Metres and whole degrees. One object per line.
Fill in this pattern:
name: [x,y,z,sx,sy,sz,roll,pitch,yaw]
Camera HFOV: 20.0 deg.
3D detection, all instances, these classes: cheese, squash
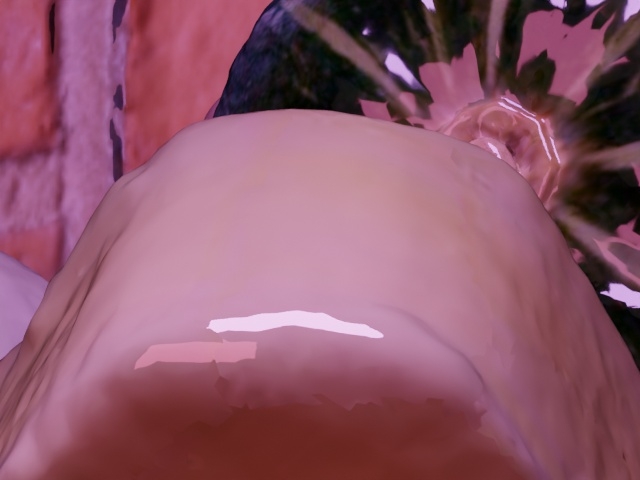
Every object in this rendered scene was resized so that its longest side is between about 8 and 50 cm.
cheese: [0.028,0.180,0.491,0.384,0.384,0.104,-32,23,28]
squash: [0.083,-0.002,0.563,0.252,0.165,0.252,-6,78,28]

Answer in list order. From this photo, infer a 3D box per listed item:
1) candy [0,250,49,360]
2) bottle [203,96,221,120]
candy: [-0.180,0.130,0.739,0.295,0.185,0.295,-28,49,39]
bottle: [0.000,0.000,0.708,0.053,0.053,0.140,-41,60,24]
